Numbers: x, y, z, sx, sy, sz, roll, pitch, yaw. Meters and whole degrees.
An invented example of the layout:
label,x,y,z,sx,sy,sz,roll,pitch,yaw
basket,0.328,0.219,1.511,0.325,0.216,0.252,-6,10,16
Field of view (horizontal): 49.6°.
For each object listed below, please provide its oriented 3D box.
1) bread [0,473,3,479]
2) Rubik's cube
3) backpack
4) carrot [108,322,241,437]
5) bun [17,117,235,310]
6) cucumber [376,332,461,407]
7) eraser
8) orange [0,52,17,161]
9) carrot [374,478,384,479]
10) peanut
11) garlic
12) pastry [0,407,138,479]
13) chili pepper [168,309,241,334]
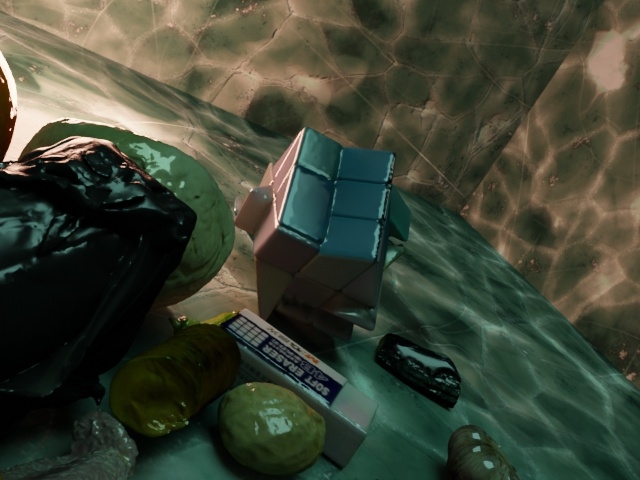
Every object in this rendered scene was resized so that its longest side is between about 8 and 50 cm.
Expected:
label,x,y,z,sx,sy,sz,roll,pitch,yaw
bread,-0.356,0.188,0.326,0.424,0.329,0.245,34,-13,-32
Rubik's cube,0.000,0.000,1.401,0.358,0.368,0.387,26,53,-15
backpack,-0.340,0.079,0.691,0.255,0.363,0.445,45,37,14
carrot,-0.179,0.177,0.928,0.114,0.114,0.302,33,3,3
bun,-0.306,-0.018,1.060,0.349,0.227,0.352,35,-25,-32
cucumber,0.214,0.265,1.487,0.193,0.086,0.115,26,20,2
eraser,-0.046,0.233,1.131,0.287,0.086,0.130,34,18,7
orange,-0.614,-0.170,0.891,0.424,0.326,0.424,14,16,-4
carrot,0.105,0.418,0.929,0.072,0.072,0.205,19,24,-34
peanut,-0.065,0.265,0.979,0.159,0.109,0.140,14,39,-33
garlic,0.277,0.401,1.194,0.159,0.102,0.147,55,13,26
pastry,-0.261,0.254,0.666,0.103,0.112,0.265,3,3,12
chili pepper,-0.186,0.150,1.206,0.049,0.043,0.208,12,3,27
